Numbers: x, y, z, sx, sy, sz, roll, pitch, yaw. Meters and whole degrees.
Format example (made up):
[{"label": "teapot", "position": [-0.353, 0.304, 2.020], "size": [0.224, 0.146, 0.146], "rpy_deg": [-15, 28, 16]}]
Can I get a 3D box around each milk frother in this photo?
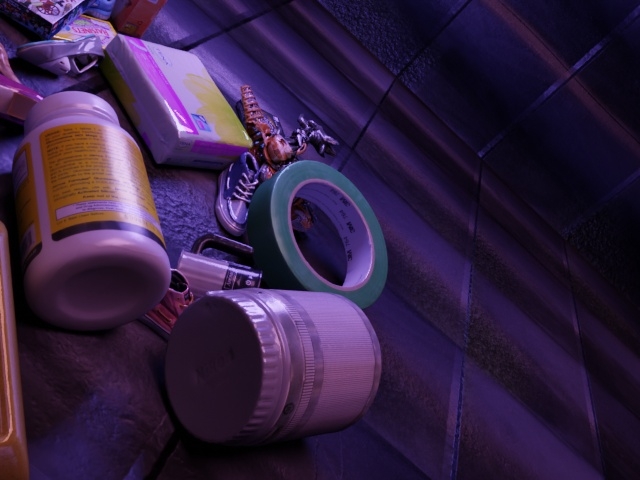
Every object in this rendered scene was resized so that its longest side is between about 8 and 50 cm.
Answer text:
[{"label": "milk frother", "position": [-0.173, 0.077, 1.222], "size": [0.135, 0.143, 0.129], "rpy_deg": [17, 43, -6]}]

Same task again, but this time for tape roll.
[{"label": "tape roll", "position": [0.000, 0.000, 1.479], "size": [0.321, 0.077, 0.321], "rpy_deg": [24, 53, -37]}]

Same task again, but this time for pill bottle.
[{"label": "pill bottle", "position": [-0.335, -0.054, 1.053], "size": [0.188, 0.188, 0.334], "rpy_deg": [19, 38, -42]}]

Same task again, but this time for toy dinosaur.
[{"label": "toy dinosaur", "position": [-0.551, -0.313, 1.243], "size": [0.211, 0.064, 0.112], "rpy_deg": [54, 26, 15]}, {"label": "toy dinosaur", "position": [-0.080, -0.185, 1.613], "size": [0.218, 0.164, 0.321], "rpy_deg": [-35, 121, -55]}]

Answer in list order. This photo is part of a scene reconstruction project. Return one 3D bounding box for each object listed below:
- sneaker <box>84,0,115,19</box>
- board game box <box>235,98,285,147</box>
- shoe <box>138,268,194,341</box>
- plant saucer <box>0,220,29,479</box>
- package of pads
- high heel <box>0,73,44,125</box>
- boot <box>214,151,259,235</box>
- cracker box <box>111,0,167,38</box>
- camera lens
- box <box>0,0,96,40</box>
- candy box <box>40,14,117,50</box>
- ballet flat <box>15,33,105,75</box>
[{"label": "sneaker", "position": [-0.509, -0.531, 1.596], "size": [0.063, 0.073, 0.162], "rpy_deg": [52, 28, 13]}, {"label": "board game box", "position": [-0.135, -0.259, 1.806], "size": [0.126, 0.026, 0.186], "rpy_deg": [22, 36, -39]}, {"label": "shoe", "position": [-0.213, 0.106, 1.122], "size": [0.178, 0.081, 0.063], "rpy_deg": [36, 28, -18]}, {"label": "plant saucer", "position": [-0.431, 0.099, 0.711], "size": [0.333, 0.081, 0.332], "rpy_deg": [8, 63, -51]}, {"label": "package of pads", "position": [-0.294, -0.282, 1.526], "size": [0.229, 0.101, 0.296], "rpy_deg": [-2, 53, -55]}, {"label": "high heel", "position": [-0.553, -0.253, 1.173], "size": [0.244, 0.082, 0.117], "rpy_deg": [19, 3, -19]}, {"label": "boot", "position": [-0.162, -0.098, 1.476], "size": [0.069, 0.086, 0.190], "rpy_deg": [27, 32, -33]}, {"label": "cracker box", "position": [-0.437, -0.605, 1.710], "size": [0.067, 0.156, 0.232], "rpy_deg": [11, 42, -48]}, {"label": "camera lens", "position": [-0.060, 0.182, 1.083], "size": [0.274, 0.219, 0.219], "rpy_deg": [8, 45, -51]}, {"label": "box", "position": [-0.546, -0.501, 1.458], "size": [0.159, 0.044, 0.233], "rpy_deg": [31, 40, -10]}, {"label": "candy box", "position": [-0.499, -0.429, 1.521], "size": [0.206, 0.027, 0.105], "rpy_deg": [-3, 56, -56]}, {"label": "ballet flat", "position": [-0.480, -0.346, 1.393], "size": [0.213, 0.072, 0.068], "rpy_deg": [-43, 119, -61]}]
